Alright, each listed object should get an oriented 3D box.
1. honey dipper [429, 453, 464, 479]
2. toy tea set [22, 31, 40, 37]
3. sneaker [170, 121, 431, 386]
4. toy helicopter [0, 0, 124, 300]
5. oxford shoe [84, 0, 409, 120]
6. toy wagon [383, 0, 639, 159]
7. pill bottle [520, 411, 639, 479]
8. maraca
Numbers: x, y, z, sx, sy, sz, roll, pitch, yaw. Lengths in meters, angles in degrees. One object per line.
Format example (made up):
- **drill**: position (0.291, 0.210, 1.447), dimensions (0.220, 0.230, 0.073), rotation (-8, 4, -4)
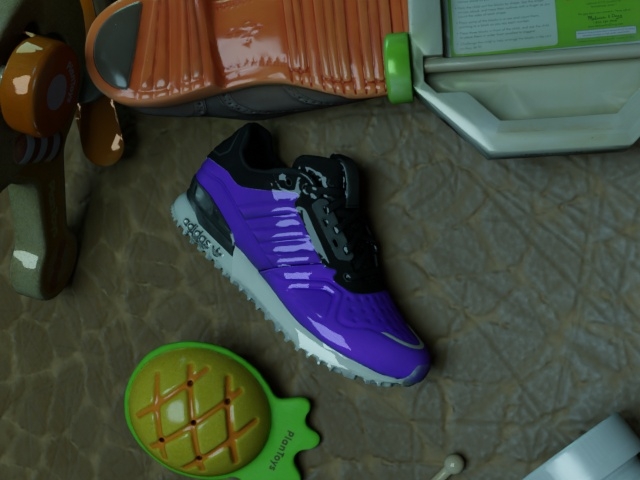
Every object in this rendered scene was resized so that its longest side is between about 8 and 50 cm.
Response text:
- **honey dipper**: position (0.072, 0.247, 0.960), dimensions (0.160, 0.030, 0.030), rotation (-47, 71, 15)
- **toy tea set**: position (-0.357, -0.240, 1.122), dimensions (0.336, 0.124, 0.200), rotation (-45, 71, 20)
- **sneaker**: position (-0.001, 0.000, 0.953), dimensions (0.293, 0.102, 0.146), rotation (41, 106, 21)
- **toy helicopter**: position (-0.269, -0.095, 1.035), dimensions (0.140, 0.235, 0.355), rotation (16, 130, 11)
- **oxford shoe**: position (-0.015, -0.174, 0.960), dimensions (0.364, 0.133, 0.129), rotation (-1, 82, 9)
- **toy wagon**: position (0.180, -0.239, 0.844), dimensions (0.267, 0.068, 0.344), rotation (-3, 85, 7)
- **pill bottle**: position (0.254, 0.248, 0.812), dimensions (0.121, 0.121, 0.221), rotation (-42, 73, 21)
- **maraca**: position (-0.094, 0.168, 1.007), dimensions (0.186, 0.099, 0.127), rotation (25, 99, 0)
